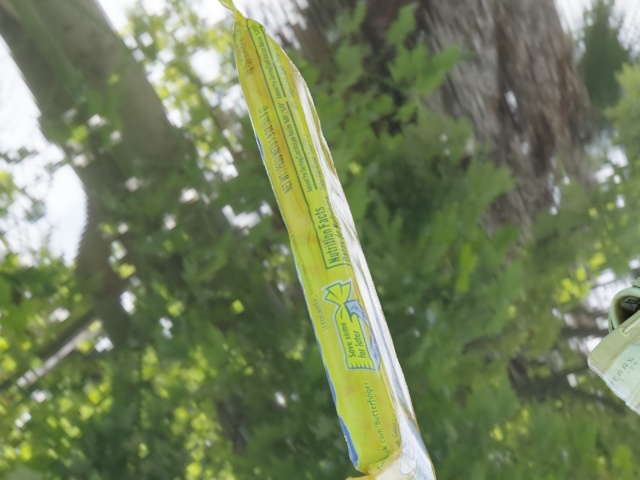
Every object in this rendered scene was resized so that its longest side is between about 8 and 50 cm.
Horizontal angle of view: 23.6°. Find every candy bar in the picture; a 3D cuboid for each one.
[{"bbox_3d":[0.000,0.000,0.407,0.018,0.040,0.161,-23,-121,10],"label":"candy bar"}]

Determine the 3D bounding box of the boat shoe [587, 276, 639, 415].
[{"bbox_3d":[0.216,0.052,0.992,0.059,0.063,0.170,36,-152,9],"label":"boat shoe"}]
